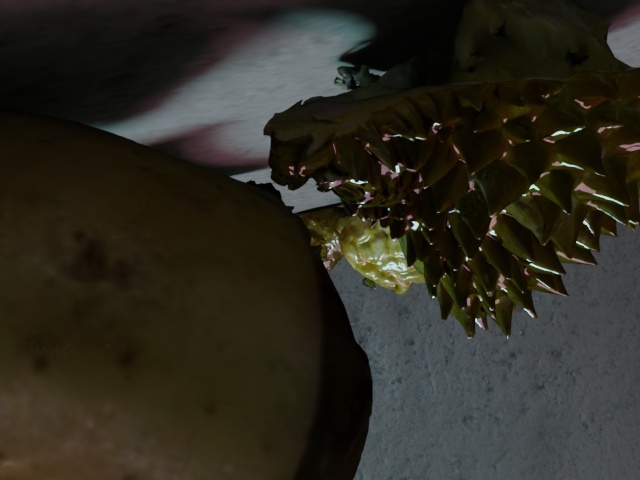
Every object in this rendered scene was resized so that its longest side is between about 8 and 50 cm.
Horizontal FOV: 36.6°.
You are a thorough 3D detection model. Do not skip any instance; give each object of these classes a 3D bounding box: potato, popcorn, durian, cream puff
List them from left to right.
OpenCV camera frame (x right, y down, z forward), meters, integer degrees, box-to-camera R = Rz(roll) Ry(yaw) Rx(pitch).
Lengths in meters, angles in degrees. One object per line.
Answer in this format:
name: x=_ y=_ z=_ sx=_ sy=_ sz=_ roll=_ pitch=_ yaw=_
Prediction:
potato: x=-0.140 y=0.044 z=0.398 sx=0.242 sy=0.243 sz=0.285 roll=-12 pitch=-160 yaw=-21
cream puff: x=0.000 y=0.000 z=1.448 sx=0.116 sy=0.094 sz=0.122 roll=-8 pitch=180 yaw=-35
popcorn: x=0.106 y=-0.001 z=1.347 sx=0.180 sy=0.170 sz=0.180 roll=28 pitch=-171 yaw=-5
durian: x=0.086 y=-0.050 z=0.489 sx=0.172 sy=0.166 sz=0.306 roll=-47 pitch=169 yaw=24
